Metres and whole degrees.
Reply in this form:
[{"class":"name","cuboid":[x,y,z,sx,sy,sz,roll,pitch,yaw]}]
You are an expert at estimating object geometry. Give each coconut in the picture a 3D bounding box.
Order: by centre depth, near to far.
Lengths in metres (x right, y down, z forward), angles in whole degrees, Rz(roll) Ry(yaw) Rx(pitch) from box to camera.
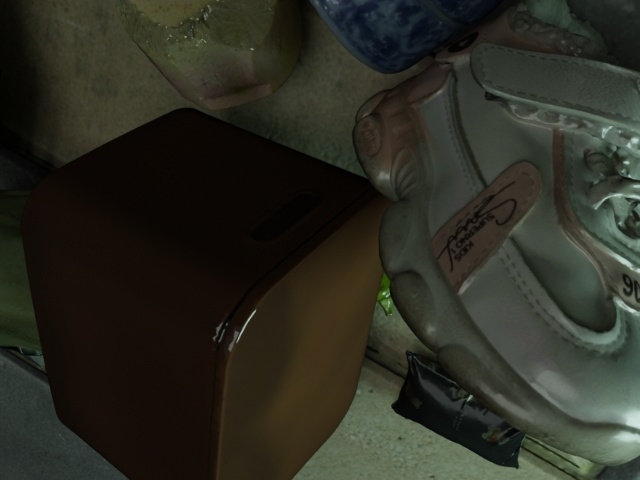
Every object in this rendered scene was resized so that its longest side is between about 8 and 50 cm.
[{"class":"coconut","cuboid":[-0.090,-0.195,0.615,0.147,0.152,0.147,-2,77,8]}]

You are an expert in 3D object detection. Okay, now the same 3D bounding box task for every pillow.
[{"class":"pillow","cuboid":[0.149,0.176,0.739,0.150,0.048,0.090,22,113,19]}]

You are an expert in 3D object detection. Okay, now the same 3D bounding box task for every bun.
[{"class":"bun","cuboid":[-0.351,0.022,0.815,0.283,0.179,0.283,7,157,3]}]

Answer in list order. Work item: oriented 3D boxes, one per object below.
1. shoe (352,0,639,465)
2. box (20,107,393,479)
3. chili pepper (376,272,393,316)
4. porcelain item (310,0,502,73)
[{"class":"shoe","cuboid":[0.148,-0.036,0.483,0.172,0.351,0.198,23,125,-39]},{"class":"box","cuboid":[-0.104,0.078,0.667,0.229,0.239,0.339,27,133,21]},{"class":"chili pepper","cuboid":[0.000,-0.001,0.730,0.208,0.043,0.049,36,158,11]},{"class":"porcelain item","cuboid":[0.062,-0.213,0.529,0.114,0.147,0.147,-29,100,31]}]
